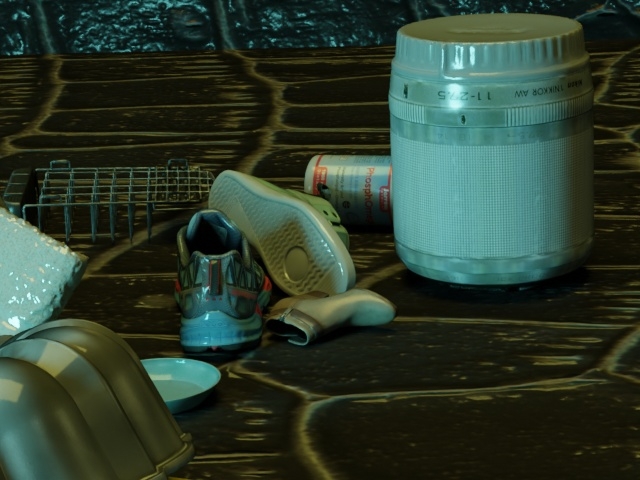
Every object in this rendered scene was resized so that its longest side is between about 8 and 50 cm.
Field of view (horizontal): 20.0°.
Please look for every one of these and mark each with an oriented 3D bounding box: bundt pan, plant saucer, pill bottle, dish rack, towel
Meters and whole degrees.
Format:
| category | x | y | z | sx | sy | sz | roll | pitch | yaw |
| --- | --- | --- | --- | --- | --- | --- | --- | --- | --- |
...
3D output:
| category | x | y | z | sx | sy | sz | roll | pitch | yaw |
| --- | --- | --- | --- | --- | --- | --- | --- | --- | --- |
| bundt pan | -0.258 | 0.150 | 1.253 | 0.331 | 0.124 | 0.331 | -21 | 5 | 2 |
| plant saucer | -0.150 | 0.137 | 1.667 | 0.119 | 0.021 | 0.119 | -3 | 15 | 1 |
| pill bottle | 0.066 | -0.060 | 2.207 | 0.160 | 0.087 | 0.087 | 1 | 16 | 15 |
| dish rack | -0.264 | -0.046 | 2.253 | 0.271 | 0.074 | 0.208 | -2 | 17 | -4 |
| towel | -0.357 | 0.036 | 1.686 | 0.282 | 0.187 | 0.049 | 28 | -6 | 33 |

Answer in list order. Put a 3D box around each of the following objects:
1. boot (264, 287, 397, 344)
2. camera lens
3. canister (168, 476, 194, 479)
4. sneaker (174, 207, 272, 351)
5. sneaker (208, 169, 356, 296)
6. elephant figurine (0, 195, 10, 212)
| category | x | y | z | sx | sy | sz | roll | pitch | yaw |
| --- | --- | --- | --- | --- | --- | --- | --- | --- | --- |
| boot | 0.006 | 0.080 | 1.822 | 0.118 | 0.042 | 0.087 | 6 | 24 | 31 |
| camera lens | 0.185 | -0.095 | 1.962 | 0.219 | 0.274 | 0.219 | -3 | 15 | 1 |
| canister | -0.154 | 0.224 | 1.270 | 0.126 | 0.073 | 0.170 | 2 | 15 | 20 |
| sneaker | -0.099 | 0.022 | 1.871 | 0.104 | 0.125 | 0.262 | -3 | 16 | -6 |
| sneaker | 0.000 | -0.001 | 2.008 | 0.151 | 0.094 | 0.256 | 12 | 19 | -39 |
| elephant figurine | -0.421 | 0.041 | 1.848 | 0.239 | 0.186 | 0.169 | -40 | -22 | 8 |
